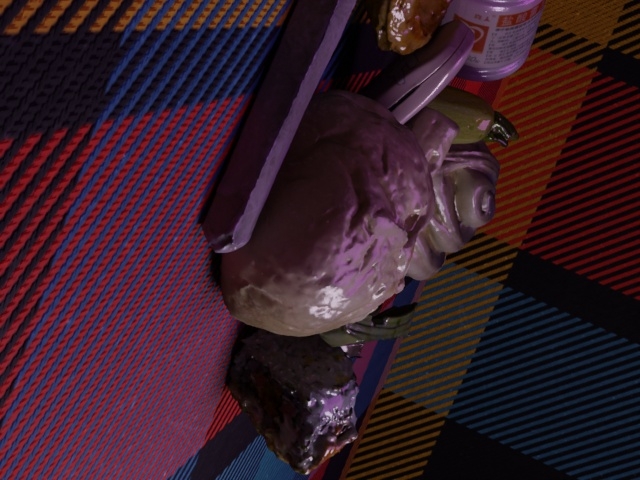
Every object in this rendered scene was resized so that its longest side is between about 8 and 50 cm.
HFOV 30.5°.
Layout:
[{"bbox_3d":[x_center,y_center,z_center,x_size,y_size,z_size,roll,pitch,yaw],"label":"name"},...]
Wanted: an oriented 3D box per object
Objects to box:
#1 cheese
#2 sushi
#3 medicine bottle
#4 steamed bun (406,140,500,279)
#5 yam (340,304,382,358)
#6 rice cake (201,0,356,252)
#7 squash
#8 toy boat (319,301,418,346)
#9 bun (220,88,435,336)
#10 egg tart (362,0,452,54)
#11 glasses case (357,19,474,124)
[{"bbox_3d":[0.114,-0.143,1.855,0.159,0.093,0.263,-53,-161,-7],"label":"cheese"},{"bbox_3d":[-0.048,0.226,1.834,0.139,0.274,0.184,-21,141,-38],"label":"sushi"},{"bbox_3d":[0.294,-0.446,2.023,0.202,0.202,0.316,-60,167,-29],"label":"medicine bottle"},{"bbox_3d":[0.228,-0.090,2.335,0.339,0.247,0.352,101,13,-54],"label":"steamed bun"},{"bbox_3d":[0.060,0.065,1.950,0.280,0.131,0.131,-66,169,13],"label":"yam"},{"bbox_3d":[-0.051,-0.154,1.400,0.365,0.056,0.072,-67,163,4],"label":"rice cake"},{"bbox_3d":[0.216,-0.230,2.066,0.137,0.287,0.137,-179,-90,-79],"label":"squash"},{"bbox_3d":[0.081,0.131,1.822,0.293,0.093,0.055,1,80,-63],"label":"toy boat"},{"bbox_3d":[0.022,-0.016,1.589,0.349,0.227,0.352,-68,167,20],"label":"bun"},{"bbox_3d":[0.123,-0.391,1.560,0.294,0.123,0.294,21,90,-78],"label":"egg tart"},{"bbox_3d":[0.111,-0.215,1.723,0.297,0.075,0.113,-39,-165,38],"label":"glasses case"}]
